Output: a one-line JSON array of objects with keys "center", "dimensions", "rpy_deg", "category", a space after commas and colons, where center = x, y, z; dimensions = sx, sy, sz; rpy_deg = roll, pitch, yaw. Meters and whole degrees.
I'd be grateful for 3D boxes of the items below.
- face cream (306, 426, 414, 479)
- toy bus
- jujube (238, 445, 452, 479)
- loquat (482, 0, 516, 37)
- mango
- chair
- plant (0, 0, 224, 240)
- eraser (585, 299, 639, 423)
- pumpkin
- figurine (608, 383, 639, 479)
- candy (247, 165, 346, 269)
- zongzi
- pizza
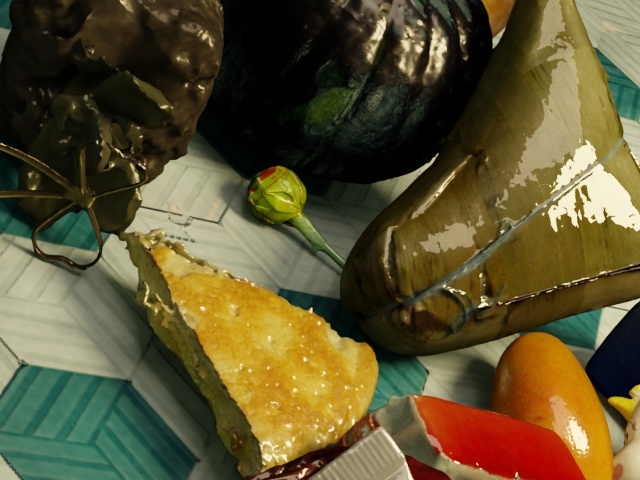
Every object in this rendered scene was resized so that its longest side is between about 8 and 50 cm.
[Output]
[{"center": [0.069, 0.369, 1.319], "dimensions": [0.235, 0.137, 0.420], "rpy_deg": [-35, 94, -17], "category": "face cream"}, {"center": [0.127, 0.214, 1.664], "dimensions": [0.265, 0.120, 0.121], "rpy_deg": [19, 34, -44], "category": "toy bus"}, {"center": [-0.030, 0.271, 1.416], "dimensions": [0.342, 0.216, 0.216], "rpy_deg": [-3, 47, -32], "category": "jujube"}, {"center": [0.152, -0.343, 2.388], "dimensions": [0.238, 0.193, 0.238], "rpy_deg": [41, 11, -10], "category": "loquat"}, {"center": [0.234, 0.174, 1.859], "dimensions": [0.141, 0.102, 0.217], "rpy_deg": [25, 35, -24], "category": "mango"}, {"center": [-0.323, -0.028, 1.595], "dimensions": [0.325, 0.160, 0.170], "rpy_deg": [20, 37, -18], "category": "chair"}, {"center": [-0.213, -0.156, 1.802], "dimensions": [0.213, 0.215, 0.312], "rpy_deg": [24, 36, -6], "category": "plant"}, {"center": [0.435, 0.202, 1.947], "dimensions": [0.101, 0.155, 0.332], "rpy_deg": [-11, 52, -47], "category": "eraser"}, {"center": [0.020, -0.227, 2.048], "dimensions": [0.363, 0.266, 0.363], "rpy_deg": [25, 28, -15], "category": "pumpkin"}, {"center": [0.358, 0.224, 1.888], "dimensions": [0.178, 0.130, 0.109], "rpy_deg": [36, -9, 20], "category": "figurine"}, {"center": [0.000, 0.000, 1.944], "dimensions": [0.194, 0.062, 0.058], "rpy_deg": [45, -11, 2], "category": "candy"}, {"center": [0.157, -0.089, 1.907], "dimensions": [0.356, 0.174, 0.393], "rpy_deg": [-17, 89, -22], "category": "zongzi"}, {"center": [-0.080, 0.094, 1.722], "dimensions": [0.287, 0.075, 0.280], "rpy_deg": [45, 29, 13], "category": "pizza"}]
